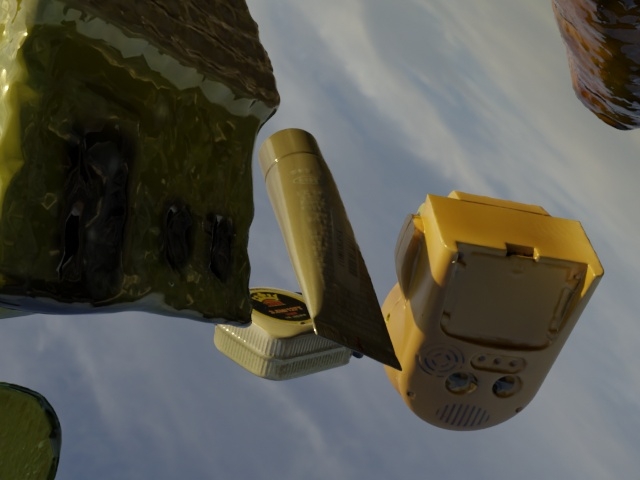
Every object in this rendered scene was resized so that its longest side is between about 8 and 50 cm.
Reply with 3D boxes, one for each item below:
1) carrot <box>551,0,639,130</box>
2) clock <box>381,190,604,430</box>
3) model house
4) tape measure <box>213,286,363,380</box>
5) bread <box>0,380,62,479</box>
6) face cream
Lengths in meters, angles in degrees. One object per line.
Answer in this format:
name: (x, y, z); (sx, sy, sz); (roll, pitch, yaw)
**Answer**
carrot: (0.315, -0.246, 0.742); (0.241, 0.241, 0.341); (52, -175, 22)
clock: (0.203, 0.107, 1.141); (0.244, 0.317, 0.200); (12, -154, -6)
model house: (-0.138, -0.073, 0.449); (0.193, 0.175, 0.234); (17, -107, -57)
tape measure: (-0.073, 0.178, 1.672); (0.231, 0.133, 0.271); (27, -157, 39)
bread: (-0.423, 0.281, 1.058); (0.033, 0.228, 0.228); (16, -175, 37)
face cream: (0.000, 0.000, 1.000); (0.137, 0.084, 0.341); (29, -151, -40)
